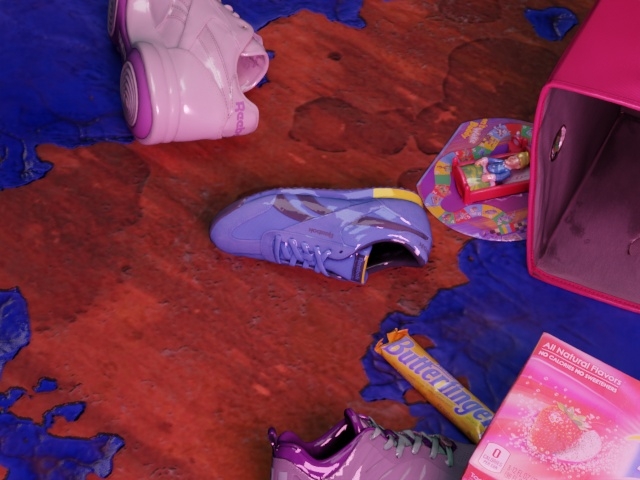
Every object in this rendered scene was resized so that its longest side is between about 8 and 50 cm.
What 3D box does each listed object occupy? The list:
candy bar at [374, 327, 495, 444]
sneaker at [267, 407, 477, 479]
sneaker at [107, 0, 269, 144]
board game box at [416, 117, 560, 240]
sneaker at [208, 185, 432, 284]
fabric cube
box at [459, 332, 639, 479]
[{"bbox_3d":[0.110,0.133,1.712,0.040,0.018,0.161,-31,55,-24],"label":"candy bar"},{"bbox_3d":[0.064,0.182,1.594,0.224,0.098,0.083,-10,21,-17],"label":"sneaker"},{"bbox_3d":[-0.138,-0.211,1.991,0.152,0.114,0.305,1,50,-16],"label":"sneaker"},{"bbox_3d":[0.175,-0.073,1.889,0.133,0.033,0.168,23,52,20],"label":"board game box"},{"bbox_3d":[0.000,0.000,1.803,0.209,0.069,0.082,-3,51,-1],"label":"sneaker"},{"bbox_3d":[0.356,-0.098,1.758,0.259,0.254,0.258,19,51,18],"label":"fabric cube"},{"bbox_3d":[0.261,0.225,1.507,0.300,0.142,0.154,28,52,10],"label":"box"}]
